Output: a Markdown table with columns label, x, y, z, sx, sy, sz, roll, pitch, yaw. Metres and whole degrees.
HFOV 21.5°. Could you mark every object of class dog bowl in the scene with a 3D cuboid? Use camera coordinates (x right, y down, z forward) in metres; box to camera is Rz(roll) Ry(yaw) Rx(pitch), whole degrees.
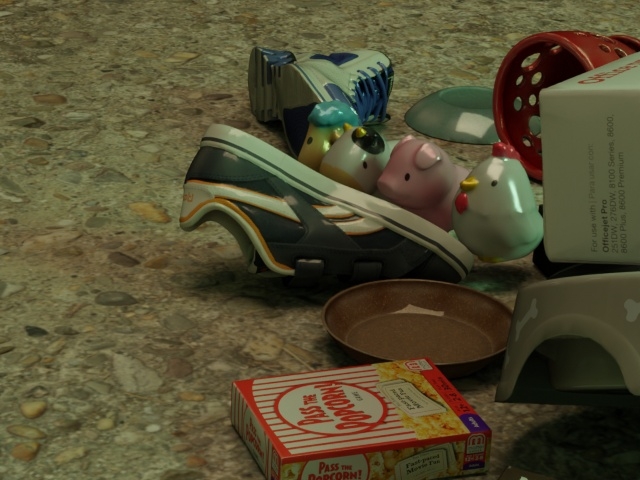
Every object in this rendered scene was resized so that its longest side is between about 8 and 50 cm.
| label | x | y | z | sx | sy | sz | roll | pitch | yaw |
| --- | --- | --- | --- | --- | --- | --- | --- | --- | --- |
| dog bowl | 0.320 | 0.089 | 1.429 | 0.348 | 0.102 | 0.349 | 1 | -7 | 0 |

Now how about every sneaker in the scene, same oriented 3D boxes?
| label | x | y | z | sx | sy | sz | roll | pitch | yaw |
| --- | --- | --- | --- | --- | --- | --- | --- | --- | --- |
| sneaker | 0.000 | 0.000 | 1.803 | 0.321 | 0.127 | 0.126 | 25 | -13 | -3 |
| sneaker | 0.028 | -0.196 | 2.248 | 0.182 | 0.127 | 0.315 | -7 | 23 | -17 |

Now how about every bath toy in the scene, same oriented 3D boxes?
| label | x | y | z | sx | sy | sz | roll | pitch | yaw |
| --- | --- | --- | --- | --- | --- | --- | --- | --- | --- |
| bath toy | 0.114 | -0.073 | 1.920 | 0.151 | 0.129 | 0.348 | -12 | 21 | -33 |

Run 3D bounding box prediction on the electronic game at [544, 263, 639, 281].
| label | x | y | z | sx | sy | sz | roll | pitch | yaw |
| --- | --- | --- | --- | --- | --- | --- | --- | --- | --- |
| electronic game | 0.327 | 0.052 | 1.643 | 0.229 | 0.048 | 0.229 | 0 | -19 | 0 |

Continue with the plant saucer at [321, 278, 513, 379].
| label | x | y | z | sx | sy | sz | roll | pitch | yaw |
| --- | --- | --- | --- | --- | --- | --- | --- | --- | --- |
| plant saucer | 0.099 | 0.093 | 1.680 | 0.198 | 0.036 | 0.198 | 2 | 23 | -1 |

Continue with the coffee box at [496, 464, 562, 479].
| label | x | y | z | sx | sy | sz | roll | pitch | yaw |
| --- | --- | --- | --- | --- | --- | --- | --- | --- | --- |
| coffee box | 0.222 | 0.262 | 1.204 | 0.246 | 0.098 | 0.141 | 13 | 25 | 23 |

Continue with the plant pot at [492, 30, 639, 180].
| label | x | y | z | sx | sy | sz | roll | pitch | yaw |
| --- | --- | --- | --- | --- | --- | --- | --- | --- | --- |
| plant pot | 0.346 | -0.178 | 2.163 | 0.174 | 0.191 | 0.191 | -11 | 26 | -37 |

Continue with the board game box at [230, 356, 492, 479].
| label | x | y | z | sx | sy | sz | roll | pitch | yaw |
| --- | --- | --- | --- | --- | --- | --- | --- | --- | --- |
| board game box | 0.033 | 0.164 | 1.489 | 0.193 | 0.045 | 0.147 | -6 | 24 | -19 |

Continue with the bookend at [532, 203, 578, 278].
| label | x | y | z | sx | sy | sz | roll | pitch | yaw |
| --- | --- | --- | --- | --- | --- | --- | --- | --- | --- |
| bookend | 0.336 | 0.017 | 1.842 | 0.157 | 0.072 | 0.156 | -4 | 24 | -18 |

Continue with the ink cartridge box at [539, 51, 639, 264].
| label | x | y | z | sx | sy | sz | roll | pitch | yaw |
| --- | --- | --- | --- | --- | --- | --- | --- | --- | --- |
| ink cartridge box | 0.427 | -0.078 | 1.504 | 0.395 | 0.166 | 0.285 | 2 | 13 | 29 |

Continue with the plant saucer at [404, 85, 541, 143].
| label | x | y | z | sx | sy | sz | roll | pitch | yaw |
| --- | --- | --- | --- | --- | --- | --- | --- | --- | --- |
| plant saucer | 0.214 | -0.183 | 2.356 | 0.195 | 0.037 | 0.195 | 1 | 23 | -1 |
